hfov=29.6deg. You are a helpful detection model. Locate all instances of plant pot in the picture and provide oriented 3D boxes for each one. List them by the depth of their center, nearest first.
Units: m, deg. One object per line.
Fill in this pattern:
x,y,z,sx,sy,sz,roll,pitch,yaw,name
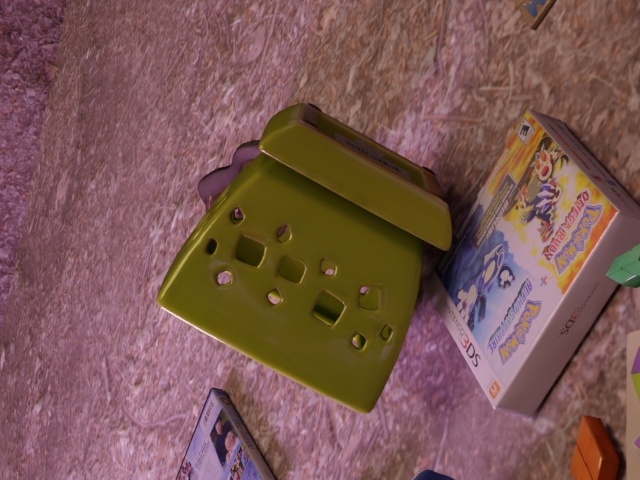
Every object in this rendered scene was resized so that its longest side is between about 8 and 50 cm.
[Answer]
0.000,0.000,1.165,0.207,0.228,0.227,-60,5,12,plant pot

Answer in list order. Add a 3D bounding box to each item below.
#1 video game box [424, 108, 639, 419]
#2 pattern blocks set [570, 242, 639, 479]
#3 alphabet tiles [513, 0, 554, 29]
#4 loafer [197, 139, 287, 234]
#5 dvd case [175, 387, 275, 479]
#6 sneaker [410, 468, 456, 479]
0.180,0.017,1.047,0.205,0.048,0.187,-63,30,22,video game box
0.246,0.134,0.811,0.285,0.026,0.324,125,150,-54,pattern blocks set
0.242,-0.352,1.180,0.237,0.009,0.198,-57,30,32,alphabet tiles
-0.046,-0.049,1.481,0.366,0.134,0.130,157,102,-70,loafer
-0.128,0.320,1.518,0.180,0.022,0.253,-69,26,13,dvd case
0.023,0.283,0.921,0.296,0.112,0.131,-42,-34,-51,sneaker
